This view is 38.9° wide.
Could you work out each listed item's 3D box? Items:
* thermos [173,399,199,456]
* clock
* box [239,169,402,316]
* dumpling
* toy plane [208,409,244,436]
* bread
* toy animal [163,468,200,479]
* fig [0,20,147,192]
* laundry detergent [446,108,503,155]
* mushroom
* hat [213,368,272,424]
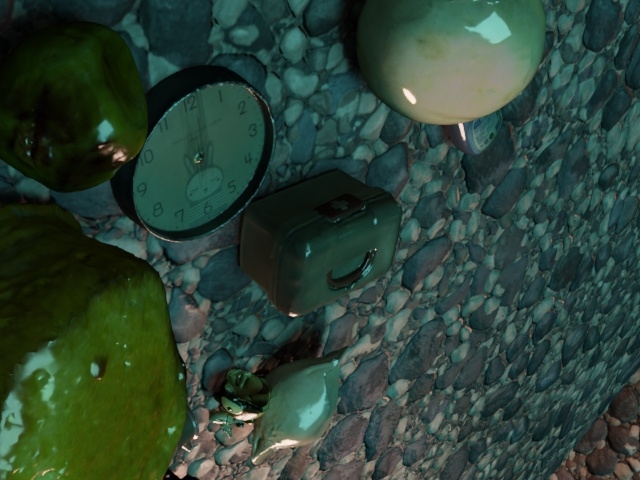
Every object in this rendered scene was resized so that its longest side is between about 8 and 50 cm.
[{"bbox_3d":[-0.253,0.265,1.207,0.193,0.105,0.137,-27,107,-39],"label":"thermos"},{"bbox_3d":[-0.143,-0.097,1.062,0.215,0.042,0.215,-30,139,-30],"label":"clock"},{"bbox_3d":[0.000,0.000,1.239,0.210,0.129,0.148,-24,136,-38],"label":"box"},{"bbox_3d":[-0.035,0.256,1.447,0.166,0.126,0.215,-13,116,-79],"label":"dumpling"},{"bbox_3d":[-0.137,0.270,1.396,0.083,0.033,0.080,0,108,-50],"label":"toy plane"},{"bbox_3d":[-0.277,0.147,0.915,0.337,0.204,0.358,-58,149,-46],"label":"bread"},{"bbox_3d":[-0.302,0.457,1.314,0.324,0.090,0.195,-32,135,-43],"label":"toy animal"},{"bbox_3d":[-0.229,-0.131,0.842,0.144,0.154,0.165,40,60,-38],"label":"fig"},{"bbox_3d":[0.223,-0.219,1.375,0.096,0.061,0.206,-45,145,-8],"label":"laundry detergent"},{"bbox_3d":[0.166,-0.269,1.161,0.246,0.202,0.246,2,138,1],"label":"mushroom"},{"bbox_3d":[-0.117,0.236,1.353,0.076,0.077,0.059,-81,-163,-56],"label":"hat"}]
